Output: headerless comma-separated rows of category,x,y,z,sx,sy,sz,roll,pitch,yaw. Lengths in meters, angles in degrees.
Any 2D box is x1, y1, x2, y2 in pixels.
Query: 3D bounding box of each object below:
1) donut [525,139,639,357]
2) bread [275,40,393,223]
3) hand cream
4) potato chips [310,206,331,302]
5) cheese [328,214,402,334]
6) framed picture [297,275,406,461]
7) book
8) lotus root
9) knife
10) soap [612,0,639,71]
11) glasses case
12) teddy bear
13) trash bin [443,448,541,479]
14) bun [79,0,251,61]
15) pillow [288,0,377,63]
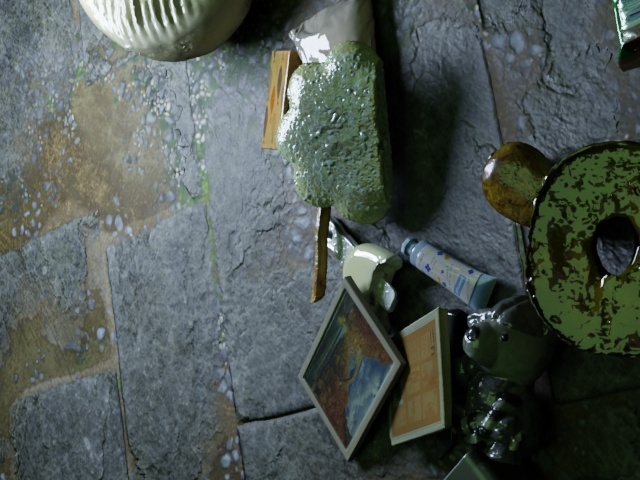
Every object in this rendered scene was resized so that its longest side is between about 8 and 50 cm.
donut,0.387,0.008,1.586,0.272,0.107,0.272,0,90,25
bread,0.017,-0.162,1.958,0.207,0.056,0.286,-6,93,32
hand cream,0.189,0.045,1.857,0.171,0.043,0.065,33,116,37
potato chips,0.000,0.000,2.025,0.037,0.026,0.203,165,108,-66
cheese,0.059,0.039,1.984,0.235,0.050,0.127,49,129,46
framed picture,0.045,0.204,1.964,0.184,0.016,0.250,58,142,32
book,0.142,0.203,1.820,0.242,0.018,0.170,135,136,-69
lotus root,0.303,-0.063,1.716,0.191,0.094,0.108,37,146,34
knife,0.188,0.215,1.865,0.060,0.028,0.230,8,96,58
soap,0.440,-0.377,1.587,0.218,0.098,0.273,-18,75,43
glasses case,-0.061,-0.237,2.131,0.065,0.041,0.169,12,96,57
teddy bear,0.241,0.169,1.729,0.171,0.144,0.250,8,90,60
trash bin,0.262,0.421,1.706,0.240,0.122,0.164,52,122,32
bun,-0.252,-0.475,2.214,0.362,0.234,0.326,-29,73,24
pillow,0.027,-0.264,2.024,0.173,0.067,0.270,-17,76,38
